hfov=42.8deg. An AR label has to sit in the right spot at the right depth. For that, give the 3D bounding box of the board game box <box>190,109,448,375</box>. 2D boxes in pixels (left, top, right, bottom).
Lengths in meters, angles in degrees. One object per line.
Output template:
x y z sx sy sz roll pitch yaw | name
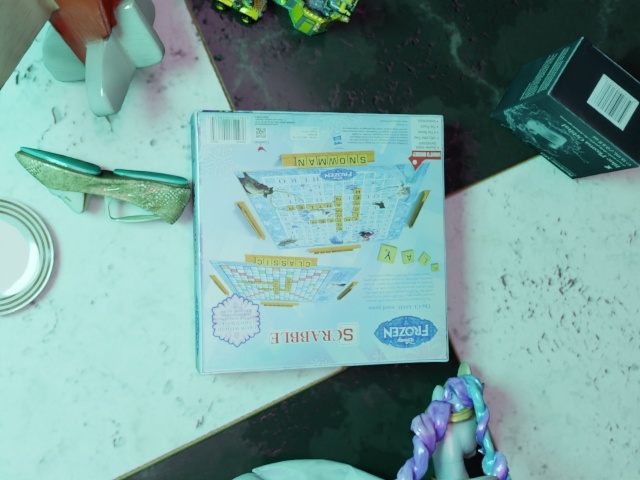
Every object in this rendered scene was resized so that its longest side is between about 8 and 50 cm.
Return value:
0.000 0.000 1.025 0.319 0.066 0.317 0 89 -14 | board game box

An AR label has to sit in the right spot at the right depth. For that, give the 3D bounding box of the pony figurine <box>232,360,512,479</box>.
0.114 0.344 0.973 0.351 0.303 0.363 -2 86 -46 | pony figurine

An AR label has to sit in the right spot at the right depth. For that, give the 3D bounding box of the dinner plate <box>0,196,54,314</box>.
-0.386 0.018 0.955 0.141 0.017 0.141 0 89 -15 | dinner plate

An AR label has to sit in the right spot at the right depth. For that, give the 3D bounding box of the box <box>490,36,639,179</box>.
0.335 -0.165 1.062 0.156 0.158 0.093 35 81 -11 | box

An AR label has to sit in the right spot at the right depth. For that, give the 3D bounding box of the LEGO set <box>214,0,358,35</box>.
-0.009 -0.424 0.962 0.255 0.192 0.331 33 82 -11 | LEGO set

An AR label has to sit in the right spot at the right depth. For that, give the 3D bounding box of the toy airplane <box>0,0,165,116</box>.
-0.307 -0.309 0.830 0.273 0.386 0.384 6 99 2 | toy airplane

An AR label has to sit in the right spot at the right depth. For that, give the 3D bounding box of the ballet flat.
-0.258 -0.058 0.964 0.206 0.073 0.067 12 101 -10 | ballet flat
